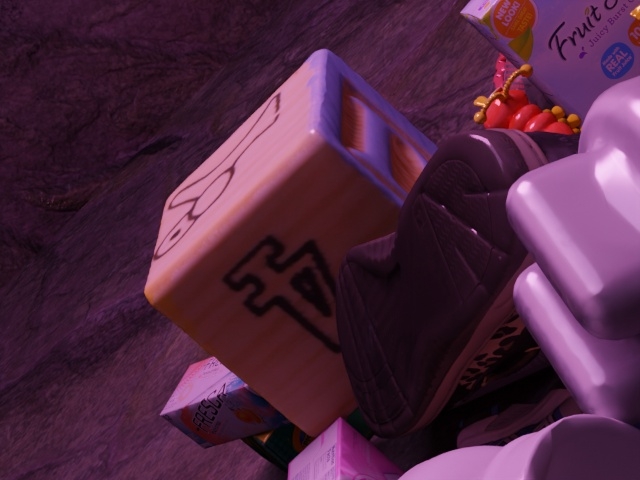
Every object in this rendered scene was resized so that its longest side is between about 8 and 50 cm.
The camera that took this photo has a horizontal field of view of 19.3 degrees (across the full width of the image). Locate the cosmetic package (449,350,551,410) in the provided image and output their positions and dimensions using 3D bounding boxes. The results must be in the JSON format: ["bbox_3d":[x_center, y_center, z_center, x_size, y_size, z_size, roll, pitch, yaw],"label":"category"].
[{"bbox_3d":[0.130,0.055,1.565,0.238,0.107,0.127,-34,21,51],"label":"cosmetic package"}]

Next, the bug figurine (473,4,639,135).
[{"bbox_3d":[0.262,-0.131,1.476,0.279,0.216,0.072,-50,-25,-16],"label":"bug figurine"}]

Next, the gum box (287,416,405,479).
[{"bbox_3d":[0.031,0.223,1.411,0.062,0.107,0.188,-43,16,18],"label":"gum box"}]

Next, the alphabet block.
[{"bbox_3d":[0.000,0.000,1.500,0.197,0.193,0.192,-43,16,20],"label":"alphabet block"}]

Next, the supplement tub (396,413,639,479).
[{"bbox_3d":[0.061,0.257,1.004,0.331,0.241,0.241,-38,19,34],"label":"supplement tub"}]

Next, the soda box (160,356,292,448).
[{"bbox_3d":[-0.071,0.136,1.689,0.183,0.058,0.063,-25,30,56],"label":"soda box"}]

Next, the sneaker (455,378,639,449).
[{"bbox_3d":[0.179,0.144,1.297,0.211,0.080,0.081,-33,44,45],"label":"sneaker"}]

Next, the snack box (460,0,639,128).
[{"bbox_3d":[0.253,-0.187,1.605,0.174,0.207,0.070,-49,15,0],"label":"snack box"}]

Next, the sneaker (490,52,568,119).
[{"bbox_3d":[0.258,-0.205,1.836,0.135,0.097,0.276,-31,22,54],"label":"sneaker"}]

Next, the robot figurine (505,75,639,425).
[{"bbox_3d":[0.280,-0.023,1.021,0.353,0.300,0.199,-21,50,-10],"label":"robot figurine"}]

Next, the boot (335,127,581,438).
[{"bbox_3d":[0.177,0.015,1.284,0.284,0.138,0.377,-12,-23,-20],"label":"boot"}]

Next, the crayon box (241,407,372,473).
[{"bbox_3d":[0.035,0.092,1.761,0.278,0.081,0.165,-52,16,-8],"label":"crayon box"}]
